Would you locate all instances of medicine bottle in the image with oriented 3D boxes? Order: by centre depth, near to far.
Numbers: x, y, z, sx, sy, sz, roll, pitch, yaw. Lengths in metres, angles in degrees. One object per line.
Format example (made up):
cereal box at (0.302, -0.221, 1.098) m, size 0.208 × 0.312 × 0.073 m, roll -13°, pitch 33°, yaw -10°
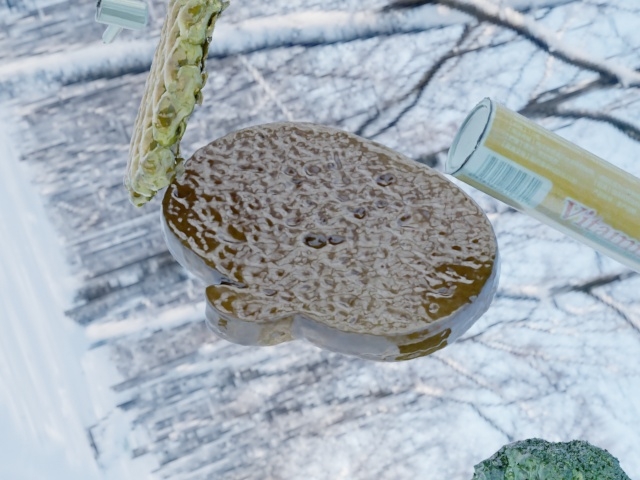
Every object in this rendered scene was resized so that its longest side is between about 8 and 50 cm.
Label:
medicine bottle at (0.340, -0.021, 1.137) m, size 0.426 × 0.108 × 0.108 m, roll 27°, pitch -7°, yaw -12°

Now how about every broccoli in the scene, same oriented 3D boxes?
broccoli at (0.260, 0.353, 1.180) m, size 0.265 × 0.245 × 0.294 m, roll 14°, pitch -43°, yaw 39°

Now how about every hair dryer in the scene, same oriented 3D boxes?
hair dryer at (-0.274, -0.285, 1.389) m, size 0.124 × 0.063 × 0.038 m, roll 158°, pitch -62°, yaw -62°

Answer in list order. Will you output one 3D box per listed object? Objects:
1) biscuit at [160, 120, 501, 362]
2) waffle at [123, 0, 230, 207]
biscuit at (-0.001, 0.007, 1.212) m, size 0.394 × 0.350 × 0.070 m, roll 32°, pitch -37°, yaw 24°
waffle at (-0.164, -0.158, 1.139) m, size 0.245 × 0.052 × 0.254 m, roll -163°, pitch -92°, yaw -73°
